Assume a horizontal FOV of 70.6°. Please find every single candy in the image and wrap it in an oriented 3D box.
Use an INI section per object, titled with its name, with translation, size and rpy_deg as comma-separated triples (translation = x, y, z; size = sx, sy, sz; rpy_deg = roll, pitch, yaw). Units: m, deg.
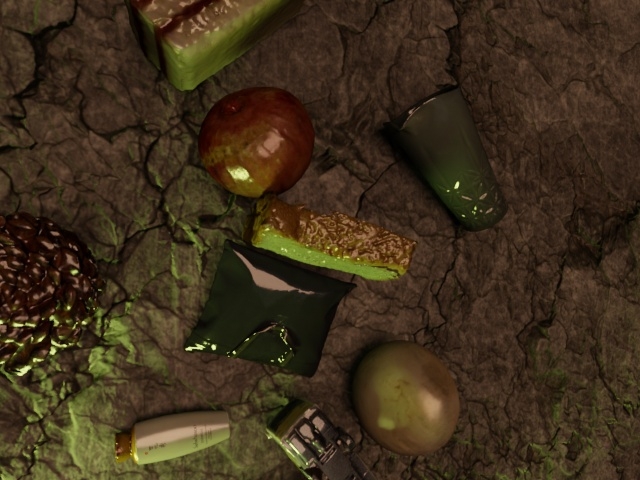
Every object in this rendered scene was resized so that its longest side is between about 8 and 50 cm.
[candy]
translation = -0.150, -0.395, 0.744
size = 0.321, 0.179, 0.135
rpy_deg = -42, 101, -17

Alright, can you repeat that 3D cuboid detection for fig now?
[fig]
translation = -0.100, -0.159, 0.765
size = 0.205, 0.205, 0.205
rpy_deg = 0, 89, -21

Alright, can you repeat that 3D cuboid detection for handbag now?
[handbag]
translation = -0.085, 0.132, 0.791
size = 0.254, 0.088, 0.211
rpy_deg = 20, 101, -22

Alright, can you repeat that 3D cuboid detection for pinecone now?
[pinecone]
translation = -0.407, 0.067, 0.625
size = 0.222, 0.221, 0.221
rpy_deg = 0, 89, -21

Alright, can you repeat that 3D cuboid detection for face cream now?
[face cream]
translation = -0.246, 0.327, 0.759
size = 0.182, 0.051, 0.072
rpy_deg = -4, 94, -20

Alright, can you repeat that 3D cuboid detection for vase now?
[vase]
translation = 0.277, -0.169, 0.934
size = 0.300, 0.156, 0.251
rpy_deg = 54, 47, -18

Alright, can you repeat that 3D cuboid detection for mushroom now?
[mushroom]
translation = 0.157, 0.287, 0.864
size = 0.207, 0.209, 0.206
rpy_deg = 1, 103, 6

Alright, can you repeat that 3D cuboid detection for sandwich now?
[sandwich]
translation = 0.000, 0.001, 0.767
size = 0.251, 0.226, 0.087
rpy_deg = 18, 86, -19

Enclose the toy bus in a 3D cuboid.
[toy bus]
translation = 0.038, 0.431, 0.820
size = 0.097, 0.138, 0.342
rpy_deg = -41, 104, -23
